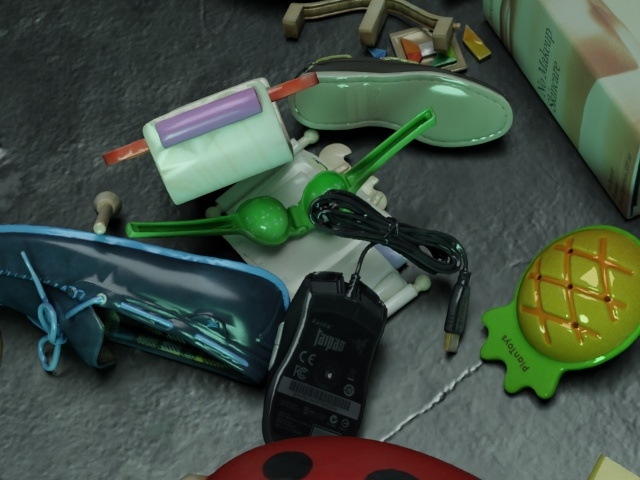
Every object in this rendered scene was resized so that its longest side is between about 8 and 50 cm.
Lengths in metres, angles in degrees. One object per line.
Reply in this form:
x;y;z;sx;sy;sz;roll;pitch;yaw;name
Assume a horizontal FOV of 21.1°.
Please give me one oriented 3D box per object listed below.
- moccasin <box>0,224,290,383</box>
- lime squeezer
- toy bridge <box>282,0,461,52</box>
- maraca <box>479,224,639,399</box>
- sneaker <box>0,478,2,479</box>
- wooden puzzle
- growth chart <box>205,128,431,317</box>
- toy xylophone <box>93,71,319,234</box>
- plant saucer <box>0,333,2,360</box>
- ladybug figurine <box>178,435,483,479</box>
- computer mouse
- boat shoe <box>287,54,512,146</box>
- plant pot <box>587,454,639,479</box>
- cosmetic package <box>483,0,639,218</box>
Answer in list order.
-0.203;0.063;1.614;0.342;0.138;0.117;7;71;10;moccasin
-0.029;-0.035;1.650;0.310;0.110;0.059;-20;77;-4;lime squeezer
0.058;-0.235;1.821;0.188;0.026;0.063;7;47;17;toy bridge
0.232;0.066;1.601;0.185;0.099;0.127;-42;59;11;maraca
-0.327;0.220;1.565;0.170;0.075;0.063;39;69;23;sneaker
0.115;-0.202;1.813;0.116;0.014;0.078;-21;60;-7;wooden puzzle
0.000;0.000;1.699;0.172;0.021;0.237;-31;62;-14;growth chart
-0.119;-0.088;1.630;0.236;0.322;0.081;-22;96;-7;toy xylophone
-0.395;0.108;1.665;0.168;0.029;0.168;-3;60;4;plant saucer
0.058;0.314;1.415;0.449;0.162;0.305;26;69;16;ladybug figurine
0.041;0.096;1.612;0.184;0.060;0.262;16;79;-20;computer mouse
0.084;-0.149;1.747;0.228;0.081;0.069;7;31;7;boat shoe
0.258;0.250;1.497;0.081;0.081;0.083;32;77;21;plant pot
0.288;-0.190;1.713;0.129;0.153;0.296;-24;59;-10;cosmetic package
